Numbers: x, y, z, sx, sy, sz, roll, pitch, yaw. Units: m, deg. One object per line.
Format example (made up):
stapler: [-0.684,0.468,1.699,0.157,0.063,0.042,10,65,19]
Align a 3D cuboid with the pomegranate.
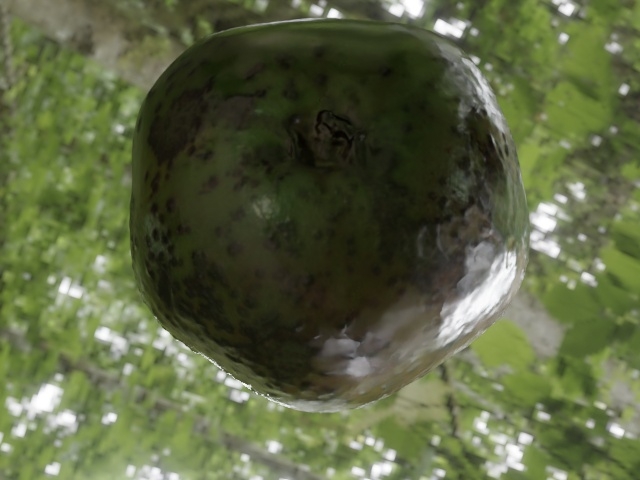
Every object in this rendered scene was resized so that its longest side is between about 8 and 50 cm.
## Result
pomegranate: [0.000,0.000,1.099,0.341,0.285,0.285,103,-5,-68]
